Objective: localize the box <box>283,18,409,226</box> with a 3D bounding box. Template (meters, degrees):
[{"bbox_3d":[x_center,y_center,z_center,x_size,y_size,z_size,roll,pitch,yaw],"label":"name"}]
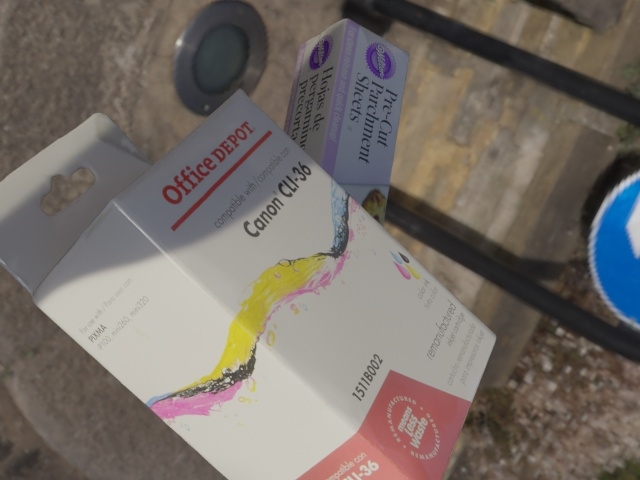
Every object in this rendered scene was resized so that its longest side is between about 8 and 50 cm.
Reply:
[{"bbox_3d":[0.000,0.000,0.754,0.067,0.063,0.324,25,64,-30],"label":"box"}]

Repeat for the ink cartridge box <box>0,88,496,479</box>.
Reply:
[{"bbox_3d":[-0.030,0.017,0.433,0.067,0.198,0.115,-44,-174,34],"label":"ink cartridge box"}]
